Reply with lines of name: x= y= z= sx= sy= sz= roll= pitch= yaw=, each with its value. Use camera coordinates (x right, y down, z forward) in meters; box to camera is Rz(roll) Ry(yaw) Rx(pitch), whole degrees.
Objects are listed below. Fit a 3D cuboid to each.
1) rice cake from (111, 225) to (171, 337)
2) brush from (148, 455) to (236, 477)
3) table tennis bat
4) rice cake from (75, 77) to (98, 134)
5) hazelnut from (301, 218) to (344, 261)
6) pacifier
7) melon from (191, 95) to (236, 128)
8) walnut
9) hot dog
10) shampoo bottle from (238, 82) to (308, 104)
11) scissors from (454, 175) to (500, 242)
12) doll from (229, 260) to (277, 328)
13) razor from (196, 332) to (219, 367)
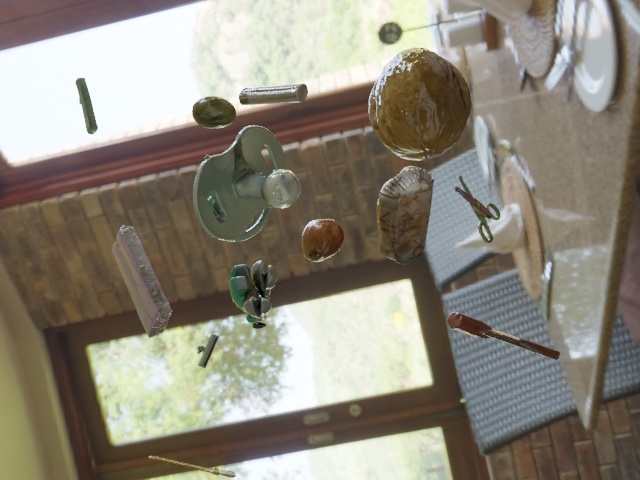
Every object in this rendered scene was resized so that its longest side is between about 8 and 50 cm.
rice cake: x=-0.468 y=0.101 z=1.838 sx=0.297 sy=0.050 sz=0.106 roll=58 pitch=136 yaw=27
brush: x=-0.394 y=0.693 z=2.167 sx=0.103 sy=0.272 sz=0.013 roll=131 pitch=153 yaw=-74
table tennis bat: x=0.538 y=0.286 z=2.103 sx=0.268 sy=0.415 sz=0.051 roll=17 pitch=87 yaw=58
rice cake: x=-0.691 y=-0.397 z=2.084 sx=0.030 sy=0.042 sz=0.180 roll=-6 pitch=-107 yaw=-41
hazelnut: x=0.000 y=0.000 z=2.398 sx=0.150 sy=0.150 sz=0.150 roll=-12 pitch=-90 yaw=-85
pacifier: x=-0.162 y=-0.131 z=1.835 sx=0.343 sy=0.269 sz=0.288 roll=-47 pitch=-48 yaw=-31
melon: x=-0.314 y=-0.377 z=2.077 sx=0.098 sy=0.131 sz=0.097 roll=-178 pitch=90 yaw=-79
walnut: x=0.292 y=-0.408 z=2.094 sx=0.333 sy=0.333 sz=0.332 roll=-12 pitch=-90 yaw=-85
hot dog: x=0.182 y=-0.047 z=1.527 sx=0.069 sy=0.131 sz=0.252 roll=-120 pitch=20 yaw=-45
shampoo bottle: x=-0.157 y=-0.483 z=2.336 sx=0.086 sy=0.228 sz=0.055 roll=-50 pitch=-46 yaw=-48
scissors: x=0.420 y=-0.091 z=1.897 sx=0.187 sy=0.020 sz=0.133 roll=48 pitch=-133 yaw=-20
doll: x=-0.212 y=0.173 z=2.338 sx=0.258 sy=0.153 sz=0.194 roll=66 pitch=-165 yaw=-69
razor: x=-0.299 y=0.275 z=1.774 sx=0.084 sy=0.036 sz=0.211 roll=-67 pitch=12 yaw=-15
